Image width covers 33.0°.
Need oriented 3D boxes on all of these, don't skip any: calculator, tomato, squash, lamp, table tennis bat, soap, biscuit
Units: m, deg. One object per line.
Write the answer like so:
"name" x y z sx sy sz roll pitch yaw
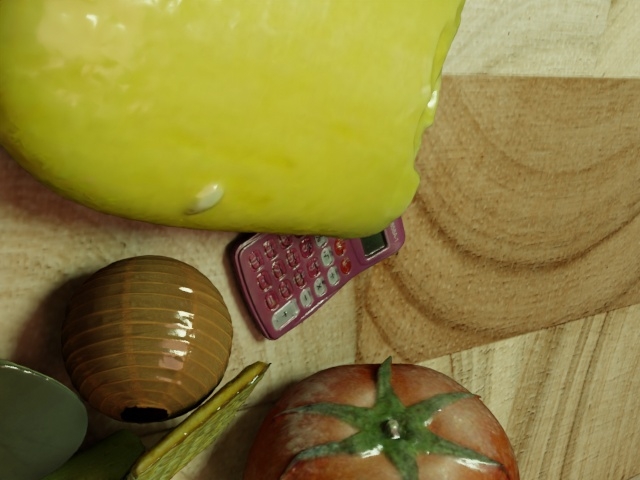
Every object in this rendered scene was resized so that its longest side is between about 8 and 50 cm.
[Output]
"calculator" 0.000 0.000 1.023 0.190 0.034 0.127 -36 133 -21
"tomato" 0.052 0.252 1.030 0.265 0.265 0.265 -23 125 -38
"squash" -0.228 0.229 0.865 0.200 0.090 0.075 -25 90 -33
"lamp" -0.134 0.078 0.841 0.136 0.136 0.136 -23 125 -38
"table tennis bat" -0.274 0.122 0.773 0.131 0.022 0.234 -43 133 17
"soap" -0.064 -0.152 0.817 0.427 0.115 0.306 14 103 -48
"biscuit" -0.115 0.173 0.901 0.139 0.016 0.231 -39 171 -27
